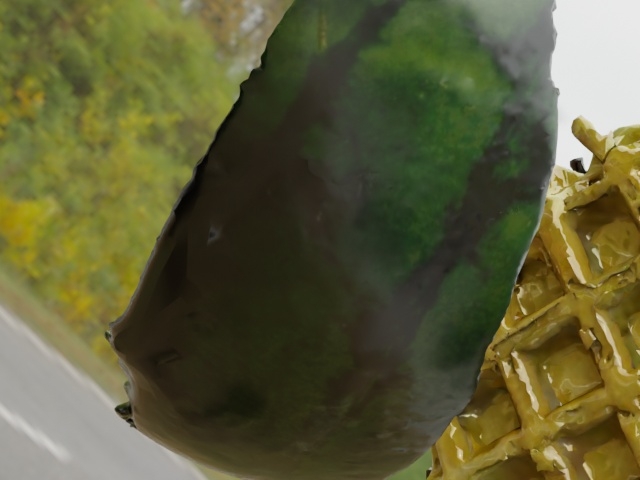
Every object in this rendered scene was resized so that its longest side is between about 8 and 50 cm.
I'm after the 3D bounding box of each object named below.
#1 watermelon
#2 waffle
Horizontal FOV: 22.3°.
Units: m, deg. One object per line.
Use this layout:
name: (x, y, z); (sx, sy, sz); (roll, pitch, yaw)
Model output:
watermelon: (0.000, 0.000, 0.574); (0.123, 0.301, 0.129); (19, 42, -7)
waffle: (0.226, 0.119, 0.982); (0.379, 0.382, 0.095); (14, 2, 32)
